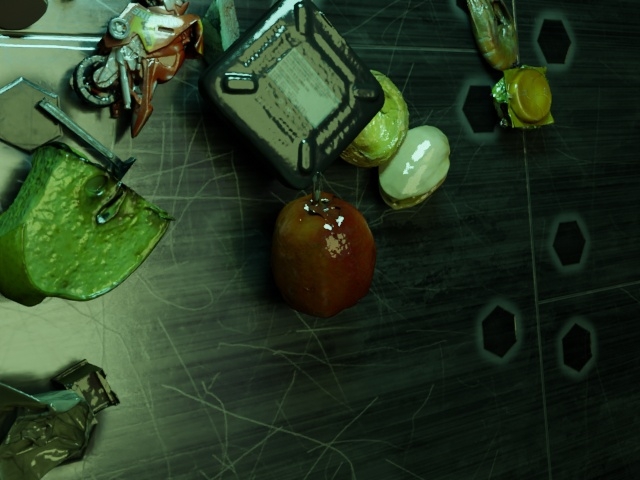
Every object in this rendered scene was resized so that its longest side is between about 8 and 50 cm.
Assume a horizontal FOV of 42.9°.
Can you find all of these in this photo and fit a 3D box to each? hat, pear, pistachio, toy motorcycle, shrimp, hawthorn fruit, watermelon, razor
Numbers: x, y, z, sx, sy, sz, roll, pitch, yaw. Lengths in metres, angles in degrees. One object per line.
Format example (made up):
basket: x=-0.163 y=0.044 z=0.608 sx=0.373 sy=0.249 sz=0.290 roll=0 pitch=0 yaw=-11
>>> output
hat: x=-0.497 y=0.276 z=1.292 sx=0.245 sy=0.149 sz=0.214 roll=37 pitch=110 yaw=7
pear: x=-0.406 y=0.000 z=1.336 sx=0.238 sy=0.164 sz=0.255 roll=35 pitch=76 yaw=-39
pistachio: x=0.197 y=-0.159 z=1.760 sx=0.145 sy=0.117 sz=0.200 roll=37 pitch=78 yaw=11
toy motorcycle: x=-0.305 y=-0.338 z=1.440 sx=0.171 sy=0.089 sz=0.298 roll=40 pitch=70 yaw=-28
shrimp: x=0.405 y=-0.519 z=1.929 sx=0.150 sy=0.068 sz=0.248 roll=-50 pitch=120 yaw=-37
hawthorn fruit: x=0.000 y=0.000 z=1.548 sx=0.211 sy=0.211 sz=0.299 roll=-33 pitch=133 yaw=-29
watermelon: x=-0.183 y=-0.378 z=1.537 sx=0.094 sy=0.081 sz=0.180 roll=-22 pitch=118 yaw=-48
razor: x=-0.404 y=-0.178 z=1.407 sx=0.190 sy=0.033 sz=0.066 roll=43 pitch=67 yaw=-25

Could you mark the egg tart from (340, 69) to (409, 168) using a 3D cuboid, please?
egg tart: x=0.084 y=-0.252 z=1.694 sx=0.213 sy=0.090 sz=0.212 roll=0 pitch=90 yaw=-33

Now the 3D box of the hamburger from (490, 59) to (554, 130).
hamburger: x=0.478 y=-0.339 z=1.952 sx=0.190 sy=0.093 sz=0.163 roll=4 pitch=85 yaw=-35

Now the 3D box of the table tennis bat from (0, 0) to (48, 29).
table tennis bat: x=-0.477 y=-0.407 z=1.330 sx=0.158 sy=0.014 sz=0.095 roll=-30 pitch=109 yaw=2

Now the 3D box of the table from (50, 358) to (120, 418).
table: x=-0.396 y=0.257 z=1.378 sx=0.070 sy=0.082 sz=0.083 roll=-31 pitch=105 yaw=-30

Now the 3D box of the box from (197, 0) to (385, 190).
box: x=-0.046 y=-0.280 z=1.537 sx=0.289 sy=0.073 sz=0.290 roll=-48 pitch=110 yaw=-16
